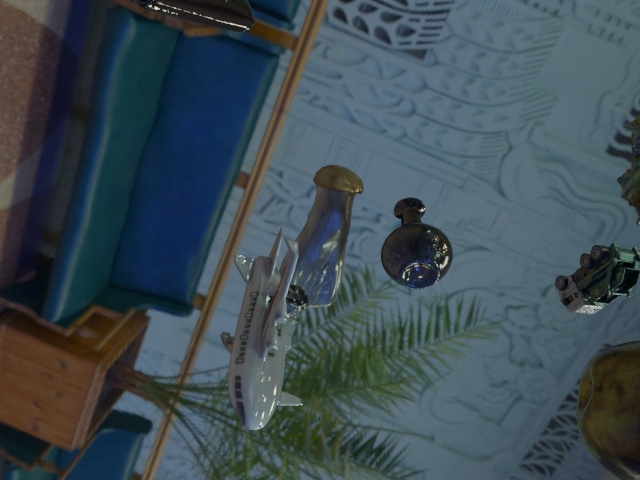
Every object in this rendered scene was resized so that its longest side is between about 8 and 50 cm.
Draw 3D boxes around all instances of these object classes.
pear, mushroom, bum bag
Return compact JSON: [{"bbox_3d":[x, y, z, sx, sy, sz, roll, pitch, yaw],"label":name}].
[{"bbox_3d":[0.568,0.292,1.015,0.283,0.283,0.284,24,90,-88],"label":"pear"},{"bbox_3d":[0.000,0.000,1.337,0.159,0.122,0.329,-19,129,-56],"label":"mushroom"},{"bbox_3d":[-0.117,-0.245,0.496,0.026,0.160,0.109,-28,164,39],"label":"bum bag"}]

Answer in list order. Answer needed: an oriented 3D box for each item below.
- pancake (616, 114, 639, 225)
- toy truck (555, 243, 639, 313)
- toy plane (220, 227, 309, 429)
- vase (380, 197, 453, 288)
[{"bbox_3d":[0.645,-0.090,0.917,0.305,0.426,0.067,-61,-169,-8],"label":"pancake"},{"bbox_3d":[0.675,0.102,1.486,0.216,0.110,0.116,123,-33,-49],"label":"toy truck"},{"bbox_3d":[-0.048,0.077,0.521,0.162,0.065,0.171,-53,-144,44],"label":"toy plane"},{"bbox_3d":[0.161,-0.003,1.065,0.183,0.120,0.120,-90,-162,-50],"label":"vase"}]
